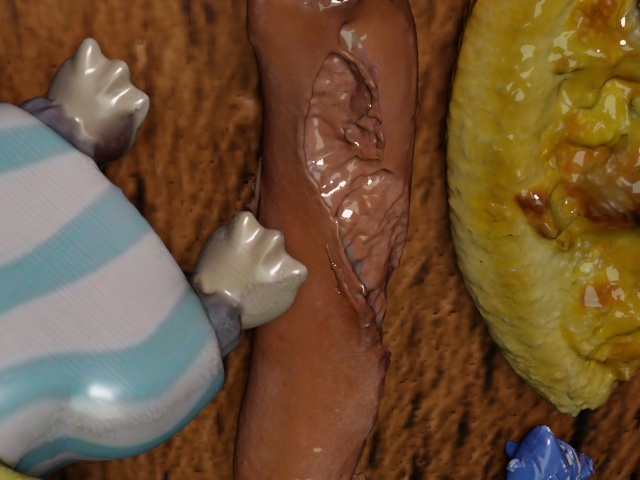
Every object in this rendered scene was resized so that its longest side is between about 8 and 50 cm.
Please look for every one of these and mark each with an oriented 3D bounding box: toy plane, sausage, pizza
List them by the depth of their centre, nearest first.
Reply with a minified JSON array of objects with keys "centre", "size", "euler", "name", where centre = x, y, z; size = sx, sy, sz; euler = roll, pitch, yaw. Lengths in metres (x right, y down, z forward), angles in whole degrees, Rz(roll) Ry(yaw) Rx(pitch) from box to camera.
[{"centre":[0.133,-0.051,0.672],"size":[0.258,0.087,0.268],"euler":[35,117,-28],"name":"pizza"},{"centre":[0.001,0.000,0.679],"size":[0.079,0.087,0.327],"euler":[22,129,24],"name":"sausage"},{"centre":[0.133,0.167,0.863],"size":[0.062,0.054,0.167],"euler":[-26,132,-23],"name":"toy plane"}]

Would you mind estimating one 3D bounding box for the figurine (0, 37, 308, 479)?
[{"centre":[-0.226,0.127,0.692],"size":[0.266,0.361,0.377],"euler":[49,154,0],"name":"figurine"}]
